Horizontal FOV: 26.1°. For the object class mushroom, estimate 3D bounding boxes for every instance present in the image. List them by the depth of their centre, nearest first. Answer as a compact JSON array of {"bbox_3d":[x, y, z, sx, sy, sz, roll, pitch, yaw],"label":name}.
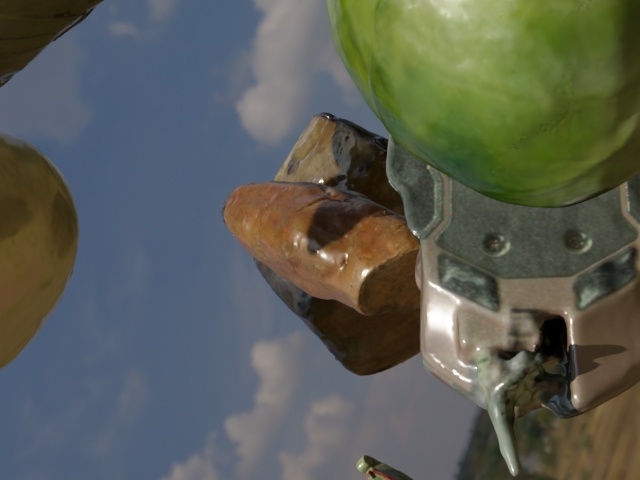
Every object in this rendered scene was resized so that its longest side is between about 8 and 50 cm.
[{"bbox_3d":[-0.349,-0.002,1.229,0.315,0.315,0.356,77,-154,-70],"label":"mushroom"}]

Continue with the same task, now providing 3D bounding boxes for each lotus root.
[{"bbox_3d":[0.039,-0.005,1.621,0.250,0.316,0.316,-50,-11,3],"label":"lotus root"}]

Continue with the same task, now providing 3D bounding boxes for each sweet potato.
[{"bbox_3d":[0.000,0.000,1.119,0.097,0.251,0.097,-17,-65,-41],"label":"sweet potato"}]

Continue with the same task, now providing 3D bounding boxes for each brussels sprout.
[{"bbox_3d":[0.110,-0.139,0.717,0.244,0.244,0.244,19,-90,-79],"label":"brussels sprout"}]

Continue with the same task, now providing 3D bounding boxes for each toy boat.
[{"bbox_3d":[0.120,0.362,1.852,0.089,0.185,0.071,-52,-2,23],"label":"toy boat"}]

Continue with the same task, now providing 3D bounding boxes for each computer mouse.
[{"bbox_3d":[0.150,0.000,0.949,0.115,0.199,0.389,70,-159,-51],"label":"computer mouse"}]

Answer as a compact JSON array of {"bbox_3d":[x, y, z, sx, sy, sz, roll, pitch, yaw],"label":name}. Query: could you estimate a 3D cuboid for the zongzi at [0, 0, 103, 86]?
[{"bbox_3d":[-0.307,-0.198,1.009,0.418,0.181,0.447,-45,27,13],"label":"zongzi"}]
